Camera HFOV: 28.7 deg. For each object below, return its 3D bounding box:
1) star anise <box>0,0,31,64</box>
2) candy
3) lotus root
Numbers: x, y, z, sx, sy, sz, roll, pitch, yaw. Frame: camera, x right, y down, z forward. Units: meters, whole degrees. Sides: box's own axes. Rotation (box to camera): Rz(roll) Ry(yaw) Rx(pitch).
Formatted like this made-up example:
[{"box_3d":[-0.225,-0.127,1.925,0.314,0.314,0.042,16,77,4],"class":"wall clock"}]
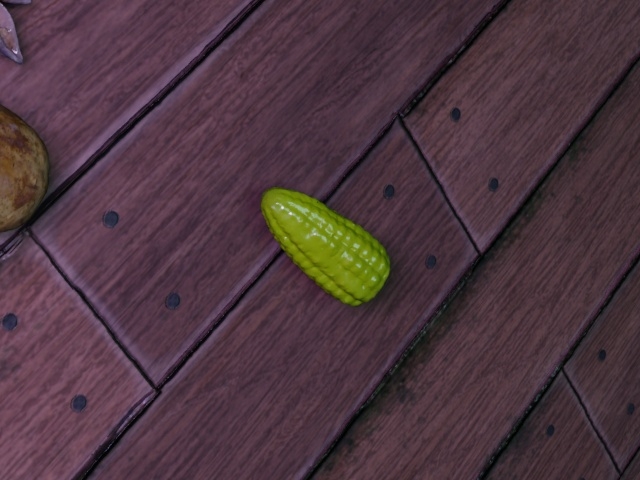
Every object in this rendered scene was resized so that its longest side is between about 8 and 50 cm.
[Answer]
[{"box_3d":[-0.360,-0.261,1.268,0.182,0.065,0.195,-46,118,-32],"class":"star anise"},{"box_3d":[0.000,0.000,1.583,0.209,0.096,0.097,40,70,-33],"class":"candy"},{"box_3d":[-0.383,-0.085,1.222,0.260,0.128,0.145,19,74,-47],"class":"lotus root"}]
